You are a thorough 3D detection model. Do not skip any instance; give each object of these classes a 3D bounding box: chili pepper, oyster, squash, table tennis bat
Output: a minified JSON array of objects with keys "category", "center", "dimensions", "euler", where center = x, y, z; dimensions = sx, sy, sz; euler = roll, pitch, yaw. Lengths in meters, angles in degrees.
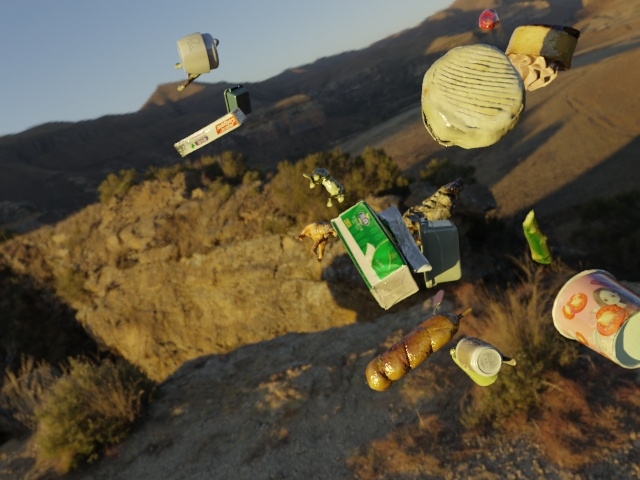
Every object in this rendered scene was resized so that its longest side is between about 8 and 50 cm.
[{"category":"chili pepper","center":[0.508,-0.662,1.579],"dimensions":[0.059,0.050,0.191],"euler":[7,37,14]},{"category":"oyster","center":[0.395,-0.102,1.849],"dimensions":[0.345,0.128,0.079],"euler":[-42,11,-13]},{"category":"squash","center":[0.479,0.388,1.681],"dimensions":[0.094,0.224,0.094],"euler":[-31,40,30]},{"category":"table tennis bat","center":[0.351,0.185,1.572],"dimensions":[0.083,0.007,0.050],"euler":[-65,11,-27]}]

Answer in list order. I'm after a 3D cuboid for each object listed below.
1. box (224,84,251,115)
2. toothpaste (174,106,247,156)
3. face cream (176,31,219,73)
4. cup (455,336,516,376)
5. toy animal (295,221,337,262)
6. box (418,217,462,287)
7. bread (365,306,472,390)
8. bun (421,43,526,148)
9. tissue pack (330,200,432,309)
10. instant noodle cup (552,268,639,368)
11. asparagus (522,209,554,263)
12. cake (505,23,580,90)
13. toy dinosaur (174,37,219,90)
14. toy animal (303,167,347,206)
[{"category":"box","center":[-0.270,-0.459,1.745],"dimensions":[0.074,0.099,0.054],"euler":[-32,46,-28]},{"category":"toothpaste","center":[-0.270,-0.264,1.284],"dimensions":[0.197,0.040,0.047],"euler":[-21,24,28]},{"category":"face cream","center":[-0.360,-0.550,1.545],"dimensions":[0.104,0.117,0.117],"euler":[-17,12,-15]},{"category":"cup","center":[0.366,0.267,1.171],"dimensions":[0.074,0.102,0.099],"euler":[-58,6,-3]},{"category":"toy animal","center":[-0.006,-0.006,1.836],"dimensions":[0.116,0.114,0.255],"euler":[-43,-11,-6]},{"category":"box","center":[0.306,0.026,1.339],"dimensions":[0.093,0.172,0.124],"euler":[-6,13,10]},{"category":"bread","center":[0.264,0.281,1.420],"dimensions":[0.344,0.084,0.124],"euler":[-39,1,5]},{"category":"bun","center":[0.341,-0.317,1.197],"dimensions":[0.239,0.239,0.141],"euler":[-23,-13,0]},{"category":"tissue pack","center":[0.148,0.021,1.222],"dimensions":[0.156,0.148,0.209],"euler":[-32,55,7]},{"category":"instant noodle cup","center":[0.859,0.237,1.544],"dimensions":[0.243,0.242,0.231],"euler":[-24,22,-4]},{"category":"asparagus","center":[0.891,-0.007,2.163],"dimensions":[0.085,0.343,0.082],"euler":[-15,47,30]},{"category":"cake","center":[0.658,-0.537,1.569],"dimensions":[0.208,0.178,0.185],"euler":[6,10,8]},{"category":"toy dinosaur","center":[-0.509,-0.730,2.139],"dimensions":[0.162,0.077,0.293],"euler":[-12,55,34]},{"category":"toy animal","center":[0.022,-0.210,1.923],"dimensions":[0.073,0.181,0.136],"euler":[-42,14,31]}]
